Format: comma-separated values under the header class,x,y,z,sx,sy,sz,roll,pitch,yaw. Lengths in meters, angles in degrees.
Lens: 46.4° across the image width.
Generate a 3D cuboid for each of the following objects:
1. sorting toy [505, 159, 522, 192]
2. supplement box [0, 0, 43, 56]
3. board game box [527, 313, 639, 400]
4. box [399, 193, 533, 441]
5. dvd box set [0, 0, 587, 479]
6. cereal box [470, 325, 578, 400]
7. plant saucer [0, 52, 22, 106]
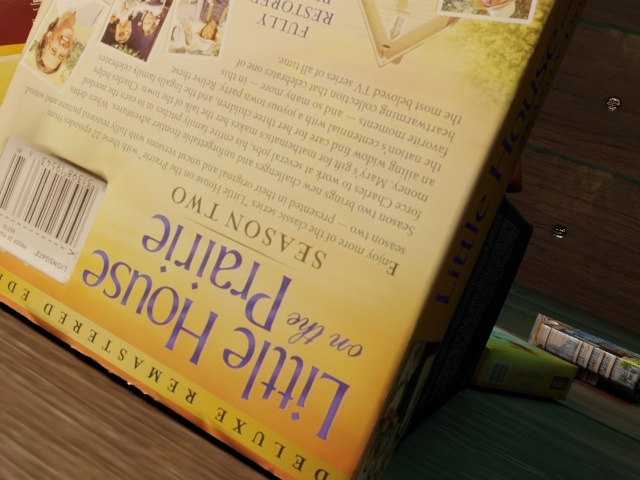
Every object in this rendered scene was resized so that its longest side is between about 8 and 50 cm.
class,x,y,z,sx,sy,sz,roll,pitch,yaw
sorting toy,0.033,-0.157,0.688,0.365,0.126,0.127,23,4,30
supplement box,-0.395,-0.358,1.087,0.191,0.194,0.129,-12,7,-20
board game box,0.390,0.170,1.113,0.194,0.060,0.194,23,5,33
box,0.000,0.000,0.629,0.296,0.183,0.294,23,4,19
dvd box set,-0.023,-0.119,0.415,0.307,0.421,0.062,23,2,26
cereal box,0.149,0.105,0.863,0.173,0.047,0.240,16,8,-41
plant saucer,-0.372,-0.220,1.081,0.332,0.081,0.333,-10,8,-2
